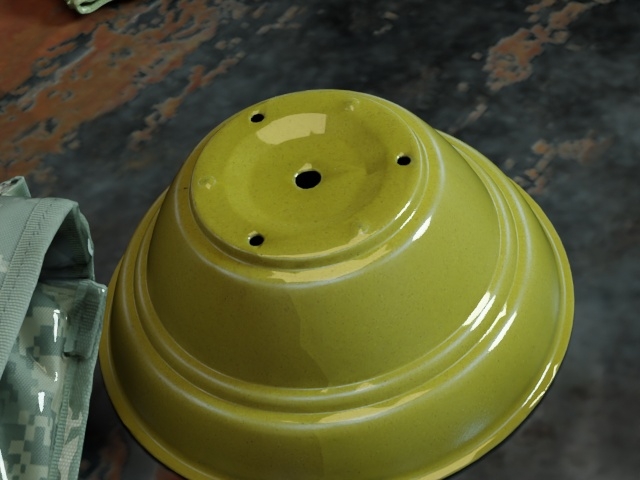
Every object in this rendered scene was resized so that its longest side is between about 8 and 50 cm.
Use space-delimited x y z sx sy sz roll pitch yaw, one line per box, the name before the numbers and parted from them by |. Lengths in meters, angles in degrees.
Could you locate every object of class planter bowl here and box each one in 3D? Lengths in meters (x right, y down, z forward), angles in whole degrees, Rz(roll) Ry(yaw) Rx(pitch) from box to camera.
planter bowl | 0.000 0.000 0.664 0.217 0.090 0.217 -5 48 5

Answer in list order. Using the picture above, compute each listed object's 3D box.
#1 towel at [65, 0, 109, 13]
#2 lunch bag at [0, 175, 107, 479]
towel | -0.115 -0.193 0.899 0.110 0.027 0.148 -19 49 -6
lunch bag | -0.218 0.098 0.560 0.235 0.169 0.287 4 54 7
